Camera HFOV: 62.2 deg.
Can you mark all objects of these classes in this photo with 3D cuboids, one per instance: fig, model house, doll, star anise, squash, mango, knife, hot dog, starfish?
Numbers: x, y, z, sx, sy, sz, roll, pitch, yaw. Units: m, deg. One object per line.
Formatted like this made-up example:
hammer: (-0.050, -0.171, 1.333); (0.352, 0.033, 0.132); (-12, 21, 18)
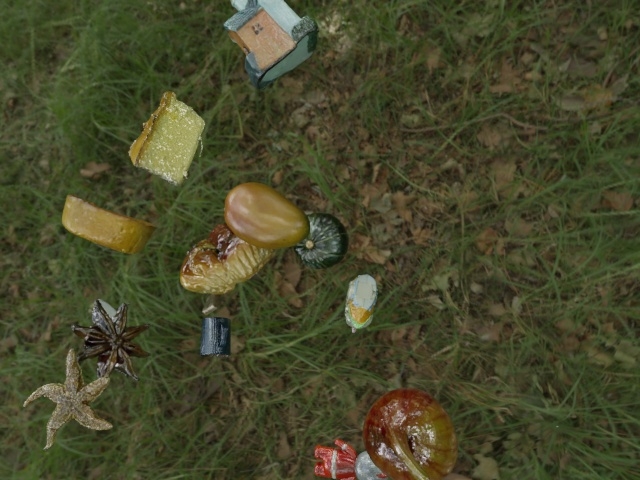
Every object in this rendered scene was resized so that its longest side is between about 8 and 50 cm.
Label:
fig: (0.148, 0.342, 0.926); (0.174, 0.207, 0.175); (-9, 69, 24)
model house: (-0.178, -0.648, 1.608); (0.253, 0.184, 0.291); (-40, 97, -8)
doll: (0.102, 0.634, 1.494); (0.244, 0.076, 0.143); (1, 101, 12)
star anise: (-0.621, 0.307, 1.562); (0.102, 0.271, 0.272); (-21, 64, 34)
squash: (-0.001, -0.001, 1.931); (0.218, 0.172, 0.218); (13, 119, 25)
mango: (-0.135, -0.054, 1.290); (0.221, 0.120, 0.152); (34, 65, 14)
knife: (-0.806, 0.334, 2.051); (0.081, 0.336, 0.043); (-6, 48, -15)
hot dog: (-0.324, 0.044, 1.854); (0.367, 0.196, 0.365); (-33, 20, 6)
starfish: (-0.645, 0.420, 1.385); (0.235, 0.062, 0.278); (16, 89, 3)

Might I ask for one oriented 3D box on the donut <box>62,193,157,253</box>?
donut: (-0.643, -0.043, 1.604); (0.277, 0.277, 0.109); (19, 86, 28)

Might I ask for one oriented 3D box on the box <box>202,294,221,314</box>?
box: (-0.376, 0.216, 1.842); (0.053, 0.024, 0.083); (-34, 23, 22)

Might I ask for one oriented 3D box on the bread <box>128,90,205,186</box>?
bread: (-0.206, -0.142, 0.750); (0.109, 0.084, 0.080); (-56, 34, 5)

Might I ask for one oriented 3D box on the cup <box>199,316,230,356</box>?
cup: (-0.381, 0.363, 2.000); (0.150, 0.113, 0.138); (-11, 71, 30)

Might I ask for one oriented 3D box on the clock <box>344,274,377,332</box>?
clock: (0.134, 0.205, 1.771); (0.103, 0.144, 0.231); (17, 45, 0)
